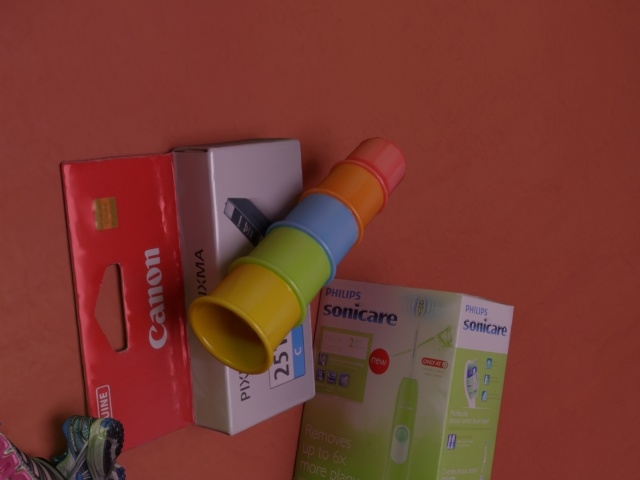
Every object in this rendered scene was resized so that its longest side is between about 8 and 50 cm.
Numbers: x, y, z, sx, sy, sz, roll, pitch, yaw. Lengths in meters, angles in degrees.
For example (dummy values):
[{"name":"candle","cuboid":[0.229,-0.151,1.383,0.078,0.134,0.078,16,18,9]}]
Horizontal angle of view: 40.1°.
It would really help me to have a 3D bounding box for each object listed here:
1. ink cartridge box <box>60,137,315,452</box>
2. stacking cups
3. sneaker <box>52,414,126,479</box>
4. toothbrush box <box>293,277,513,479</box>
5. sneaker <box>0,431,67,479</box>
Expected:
[{"name":"ink cartridge box","cuboid":[-0.119,0.053,0.892,0.261,0.066,0.296,-14,104,-48]},{"name":"stacking cups","cuboid":[0.000,0.000,0.902,0.316,0.096,0.096,-47,126,-38]},{"name":"sneaker","cuboid":[-0.216,0.214,0.813,0.052,0.058,0.135,-55,157,-62]},{"name":"toothbrush box","cuboid":[0.094,0.198,1.040,0.122,0.206,0.283,16,83,-48]},{"name":"sneaker","cuboid":[-0.266,0.204,0.746,0.170,0.075,0.063,44,75,-16]}]
